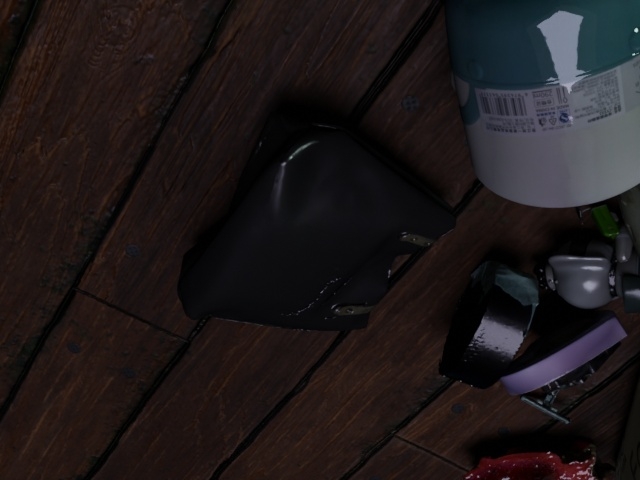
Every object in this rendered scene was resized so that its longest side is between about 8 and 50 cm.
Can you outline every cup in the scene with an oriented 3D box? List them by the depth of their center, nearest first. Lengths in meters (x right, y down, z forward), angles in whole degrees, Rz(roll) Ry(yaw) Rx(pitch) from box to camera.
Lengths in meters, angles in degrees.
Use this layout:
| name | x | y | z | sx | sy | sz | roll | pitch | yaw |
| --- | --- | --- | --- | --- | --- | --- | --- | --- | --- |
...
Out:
| name | x | y | z | sx | sy | sz | roll | pitch | yaw |
| --- | --- | --- | --- | --- | --- | --- | --- | --- | --- |
| cup | 0.279 | -0.191 | 0.783 | 0.290 | 0.219 | 0.257 | -6 | 125 | 21 |

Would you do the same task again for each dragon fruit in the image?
| name | x | y | z | sx | sy | sz | roll | pitch | yaw |
| --- | --- | --- | --- | --- | --- | --- | --- | --- | --- |
| dragon fruit | 0.409 | 0.430 | 1.292 | 0.262 | 0.134 | 0.211 | 47 | 107 | 14 |

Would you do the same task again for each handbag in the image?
| name | x | y | z | sx | sy | sz | roll | pitch | yaw |
| --- | --- | --- | --- | --- | --- | --- | --- | --- | --- |
| handbag | 0.000 | 0.000 | 1.010 | 0.288 | 0.152 | 0.342 | 20 | 130 | -24 |

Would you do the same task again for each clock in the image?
| name | x | y | z | sx | sy | sz | roll | pitch | yaw |
| --- | --- | --- | --- | --- | --- | --- | --- | --- | --- |
| clock | 0.352 | 0.159 | 1.050 | 0.172 | 0.198 | 0.064 | -35 | 84 | 44 |

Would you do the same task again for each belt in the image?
| name | x | y | z | sx | sy | sz | roll | pitch | yaw |
| --- | --- | --- | --- | --- | --- | --- | --- | --- | --- |
| belt | 0.237 | 0.116 | 1.066 | 0.078 | 0.151 | 0.198 | 20 | 128 | -1 |

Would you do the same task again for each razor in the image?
| name | x | y | z | sx | sy | sz | roll | pitch | yaw |
| --- | --- | --- | --- | --- | --- | --- | --- | --- | --- |
| razor | 0.398 | 0.195 | 1.185 | 0.084 | 0.036 | 0.211 | 28 | 121 | 9 |

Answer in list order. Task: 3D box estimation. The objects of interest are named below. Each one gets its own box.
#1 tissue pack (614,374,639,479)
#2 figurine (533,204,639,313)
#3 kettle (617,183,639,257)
| name | x | y | z | sx | sy | sz | roll | pitch | yaw |
| --- | --- | --- | --- | --- | --- | --- | --- | --- | --- |
| tissue pack | 0.583 | 0.335 | 1.082 | 0.205 | 0.331 | 0.404 | -1 | 126 | 4 |
| figurine | 0.383 | 0.041 | 1.016 | 0.193 | 0.126 | 0.147 | -3 | 139 | 28 |
| kettle | 0.547 | -0.060 | 0.754 | 0.377 | 0.361 | 0.250 | -29 | 80 | 4 |
